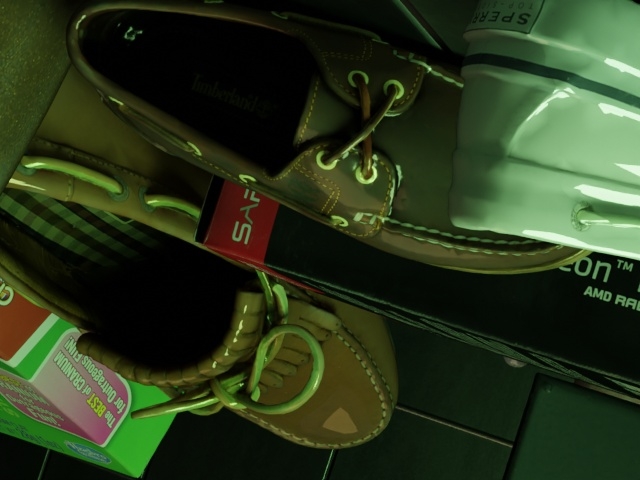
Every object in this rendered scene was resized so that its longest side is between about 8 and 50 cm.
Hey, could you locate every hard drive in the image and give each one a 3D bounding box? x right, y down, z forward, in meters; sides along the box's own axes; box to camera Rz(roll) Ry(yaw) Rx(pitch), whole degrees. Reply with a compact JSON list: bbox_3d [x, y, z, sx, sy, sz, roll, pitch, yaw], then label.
[{"bbox_3d":[0.157,0.130,0.864,0.135,0.094,0.022,18,177,2],"label":"hard drive"}]

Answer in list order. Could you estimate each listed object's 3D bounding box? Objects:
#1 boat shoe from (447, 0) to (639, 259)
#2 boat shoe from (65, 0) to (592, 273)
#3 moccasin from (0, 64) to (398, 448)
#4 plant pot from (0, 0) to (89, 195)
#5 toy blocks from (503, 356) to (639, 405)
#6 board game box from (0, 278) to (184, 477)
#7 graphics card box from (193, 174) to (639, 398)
[{"bbox_3d":[0.125,-0.004,0.512,0.226,0.075,0.083,19,177,-27],"label":"boat shoe"},{"bbox_3d":[0.004,-0.040,0.627,0.207,0.073,0.073,17,179,19],"label":"boat shoe"},{"bbox_3d":[-0.073,0.028,0.940,0.139,0.147,0.380,-20,142,18],"label":"moccasin"},{"bbox_3d":[-0.226,-0.030,0.706,0.215,0.230,0.215,19,178,1],"label":"plant pot"},{"bbox_3d":[0.244,0.160,1.134,0.289,0.260,0.309,19,177,-33],"label":"toy blocks"},{"bbox_3d":[-0.257,0.014,1.036,0.242,0.064,0.316,11,152,38],"label":"board game box"},{"bbox_3d":[0.156,0.029,0.832,0.371,0.094,0.233,18,177,31],"label":"graphics card box"}]
